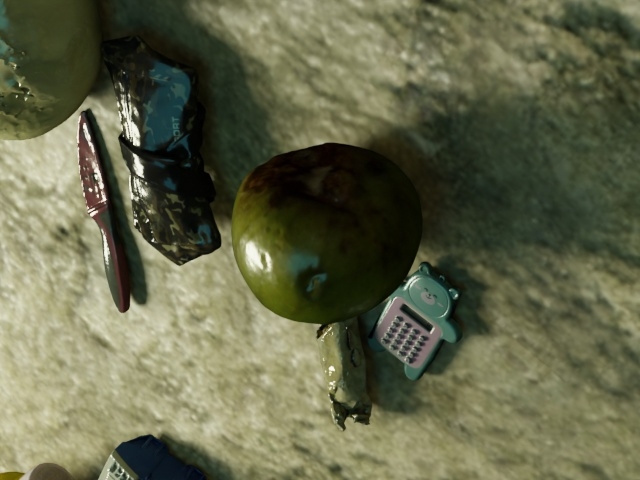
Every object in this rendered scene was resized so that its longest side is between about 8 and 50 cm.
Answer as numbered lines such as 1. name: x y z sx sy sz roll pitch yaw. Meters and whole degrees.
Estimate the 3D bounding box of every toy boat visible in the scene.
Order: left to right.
1. toy boat: -0.234 0.367 2.066 0.129 0.088 0.295 36 133 9

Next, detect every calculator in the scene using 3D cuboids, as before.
1. calculator: 0.096 0.079 1.693 0.094 0.019 0.141 37 134 11

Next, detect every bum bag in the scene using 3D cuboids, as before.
1. bum bag: -0.156 -0.088 1.718 0.102 0.069 0.248 18 128 44

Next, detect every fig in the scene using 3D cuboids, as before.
1. fig: 0.000 0.000 1.596 0.181 0.181 0.191 35 152 10

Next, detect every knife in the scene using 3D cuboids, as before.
1. knife: -0.237 -0.029 1.851 0.035 0.018 0.247 10 122 33

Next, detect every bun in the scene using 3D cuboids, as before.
1. bun: -0.359 -0.218 1.715 0.287 0.146 0.287 17 129 22

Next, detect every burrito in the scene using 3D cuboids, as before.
1. burrito: 0.024 0.129 1.761 0.055 0.041 0.149 -1 116 19

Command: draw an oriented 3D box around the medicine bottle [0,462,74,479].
1. medicine bottle: -0.383 0.347 2.132 0.122 0.122 0.212 48 134 -3
